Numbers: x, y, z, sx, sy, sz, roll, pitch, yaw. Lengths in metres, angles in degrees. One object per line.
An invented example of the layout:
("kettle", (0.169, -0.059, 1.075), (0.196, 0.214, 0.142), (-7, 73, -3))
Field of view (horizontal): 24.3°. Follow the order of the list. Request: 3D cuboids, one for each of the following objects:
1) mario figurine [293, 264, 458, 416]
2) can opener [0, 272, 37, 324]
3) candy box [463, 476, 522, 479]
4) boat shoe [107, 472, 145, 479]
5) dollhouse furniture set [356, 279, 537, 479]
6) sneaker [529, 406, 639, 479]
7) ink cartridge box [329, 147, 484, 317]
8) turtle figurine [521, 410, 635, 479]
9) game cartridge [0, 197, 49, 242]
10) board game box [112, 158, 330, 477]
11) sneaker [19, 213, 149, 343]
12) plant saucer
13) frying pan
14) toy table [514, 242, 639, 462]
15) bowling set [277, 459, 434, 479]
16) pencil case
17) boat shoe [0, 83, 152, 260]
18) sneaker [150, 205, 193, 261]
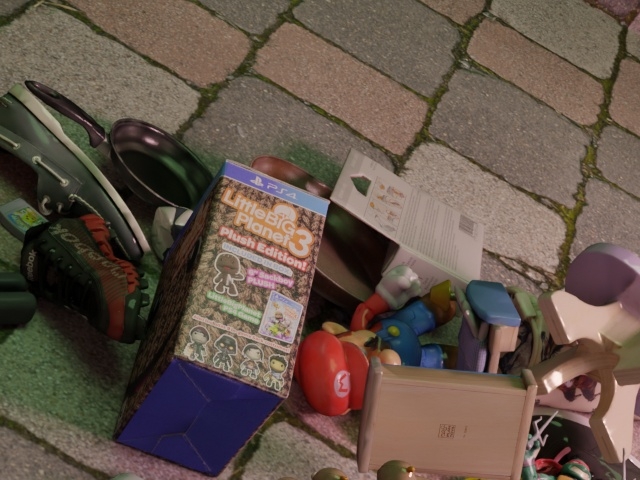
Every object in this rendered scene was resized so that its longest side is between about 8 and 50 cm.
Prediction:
("mario figurine", (0.105, 0.160, 2.016), (0.198, 0.170, 0.320), (46, 34, 20))
("can opener", (-0.467, 0.060, 1.767), (0.280, 0.093, 0.074), (6, 38, -41))
("candy box", (0.282, 0.387, 1.977), (0.105, 0.027, 0.206), (-10, 50, -49))
("boat shoe", (-0.156, 0.343, 1.636), (0.228, 0.080, 0.076), (35, 38, 9))
("dollhouse furniture set", (0.139, 0.219, 1.922), (0.198, 0.286, 0.303), (6, 19, -5))
("sneaker", (0.378, 0.344, 2.037), (0.295, 0.105, 0.147), (35, 27, -2))
("ink cartridge box", (0.128, -0.018, 2.321), (0.261, 0.066, 0.296), (30, 20, -3))
("turtle figurine", (0.320, 0.343, 1.934), (0.175, 0.118, 0.234), (20, 47, 11))
("game cartridge", (-0.397, -0.023, 2.000), (0.083, 0.017, 0.056), (39, 37, 13))
("board game box", (-0.119, 0.095, 1.788), (0.141, 0.232, 0.291), (22, 51, -13))
("sneaker", (-0.304, 0.050, 1.871), (0.135, 0.098, 0.276), (1, 26, -28))
("plant saucer", (0.000, 0.000, 2.196), (0.310, 0.050, 0.311), (37, 20, -16))
("frying pan", (-0.276, -0.114, 2.136), (0.326, 0.053, 0.197), (14, 36, -46))
("toy table", (0.394, 0.158, 2.014), (0.161, 0.252, 0.274), (-35, 93, -41))
("bowling set", (0.035, 0.359, 1.670), (0.154, 0.287, 0.200), (30, 59, -17))
("pencil case", (0.430, 0.175, 2.244), (0.410, 0.184, 0.160), (12, 35, -26))
("boat shoe", (-0.357, -0.077, 2.062), (0.099, 0.116, 0.319), (-40, 76, -11))
("sneaker", (-0.128, 0.038, 2.058), (0.153, 0.094, 0.235), (-2, 34, -29))
